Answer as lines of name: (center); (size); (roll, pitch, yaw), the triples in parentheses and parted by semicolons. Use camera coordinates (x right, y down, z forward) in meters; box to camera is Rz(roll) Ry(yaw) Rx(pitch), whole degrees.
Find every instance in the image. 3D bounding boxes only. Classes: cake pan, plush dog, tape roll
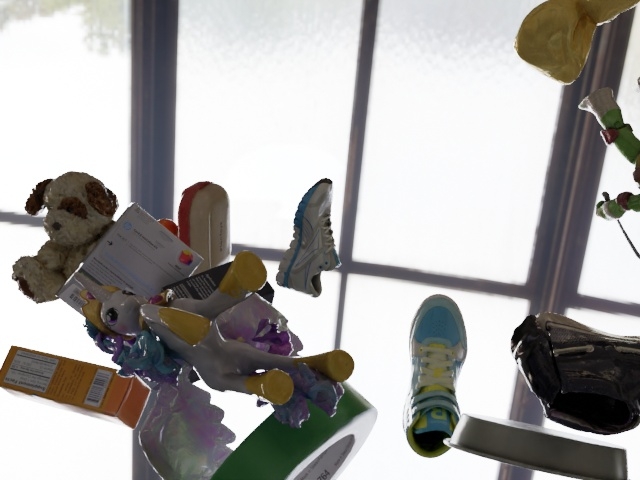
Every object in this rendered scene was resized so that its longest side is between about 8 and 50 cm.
cake pan: (0.339, 0.318, 1.488); (0.293, 0.054, 0.293); (11, 174, 1)
plush dog: (-0.421, -0.016, 1.738); (0.262, 0.225, 0.210); (2, -158, 31)
tape roll: (-0.054, 0.332, 1.364); (0.077, 0.321, 0.321); (42, -143, 20)

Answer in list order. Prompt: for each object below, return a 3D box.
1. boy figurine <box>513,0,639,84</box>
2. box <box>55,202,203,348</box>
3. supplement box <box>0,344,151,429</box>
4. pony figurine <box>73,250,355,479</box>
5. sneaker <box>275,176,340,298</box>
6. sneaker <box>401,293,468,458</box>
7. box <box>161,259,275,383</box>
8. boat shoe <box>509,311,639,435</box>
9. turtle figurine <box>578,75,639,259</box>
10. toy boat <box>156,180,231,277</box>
boy figurine: (0.337, -0.287, 1.045); (0.092, 0.285, 0.177); (43, -171, -17)
box: (-0.297, 0.057, 1.507); (0.145, 0.186, 0.038); (41, 169, -18)
supplement box: (-0.397, 0.233, 1.542); (0.233, 0.078, 0.080); (12, -114, 20)
pony figurine: (-0.135, 0.153, 1.269); (0.363, 0.351, 0.303); (-5, -135, 49)
sneaker: (0.000, 0.000, 1.415); (0.083, 0.191, 0.071); (27, -151, 22)
sneaker: (0.231, 0.274, 1.880); (0.127, 0.319, 0.208); (3, -172, 1)
box: (-0.166, 0.127, 1.533); (0.158, 0.156, 0.093); (-21, -126, -28)
boat shoe: (0.432, 0.210, 1.327); (0.340, 0.127, 0.158); (11, -148, -13)
turtle figurine: (0.528, -0.116, 1.537); (0.197, 0.266, 0.274); (-28, 163, 37)
toy boat: (-0.267, -0.006, 1.915); (0.151, 0.231, 0.151); (7, -161, 17)
